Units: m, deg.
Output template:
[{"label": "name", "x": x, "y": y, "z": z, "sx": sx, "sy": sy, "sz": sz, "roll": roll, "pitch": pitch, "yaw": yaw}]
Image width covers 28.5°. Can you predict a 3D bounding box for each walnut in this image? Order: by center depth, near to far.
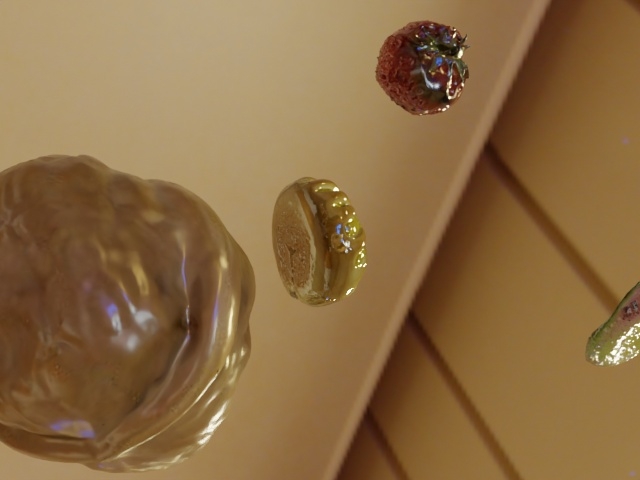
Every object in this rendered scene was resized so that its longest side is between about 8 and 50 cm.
[{"label": "walnut", "x": -0.194, "y": 0.071, "z": 1.135, "sx": 0.285, "sy": 0.296, "sz": 0.285, "roll": -13, "pitch": -121, "yaw": 22}]

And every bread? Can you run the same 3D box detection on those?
[{"label": "bread", "x": 0.379, "y": 0.063, "z": 1.358, "sx": 0.033, "sy": 0.228, "sz": 0.228, "roll": 51, "pitch": -45, "yaw": 24}, {"label": "bread", "x": 0.000, "y": 0.000, "z": 1.882, "sx": 0.213, "sy": 0.104, "sz": 0.213, "roll": 169, "pitch": -90, "yaw": -69}]

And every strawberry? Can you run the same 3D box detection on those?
[{"label": "strawberry", "x": 0.102, "y": -0.177, "z": 1.312, "sx": 0.106, "sy": 0.106, "sz": 0.106, "roll": 0, "pitch": -90, "yaw": 61}]
